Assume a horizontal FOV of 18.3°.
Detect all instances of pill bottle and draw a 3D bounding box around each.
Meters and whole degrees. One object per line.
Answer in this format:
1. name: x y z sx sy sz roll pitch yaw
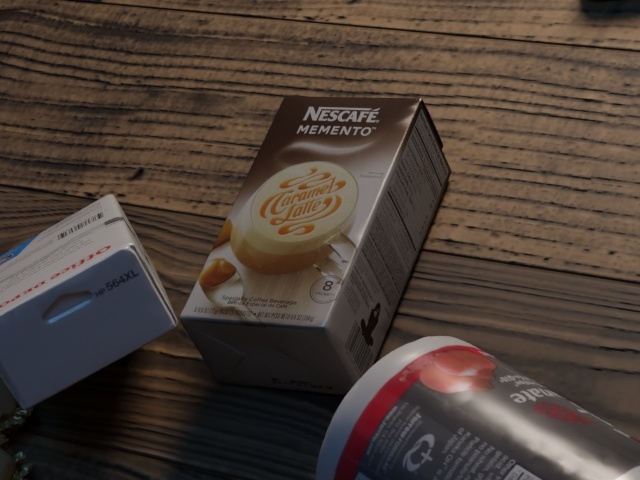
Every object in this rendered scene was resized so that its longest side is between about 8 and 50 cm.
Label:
1. pill bottle: 0.160 0.204 1.356 0.176 0.176 0.318 -45 47 -17

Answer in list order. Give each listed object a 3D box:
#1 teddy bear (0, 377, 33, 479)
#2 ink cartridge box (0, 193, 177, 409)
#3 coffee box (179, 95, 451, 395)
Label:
1. teddy bear: -0.403 0.192 1.697 0.338 0.113 0.245 -21 51 -5
2. ink cartridge box: -0.212 0.048 1.678 0.148 0.086 0.203 -29 17 -2
3. coffee box: 0.000 0.000 1.671 0.141 0.098 0.246 3 52 28
